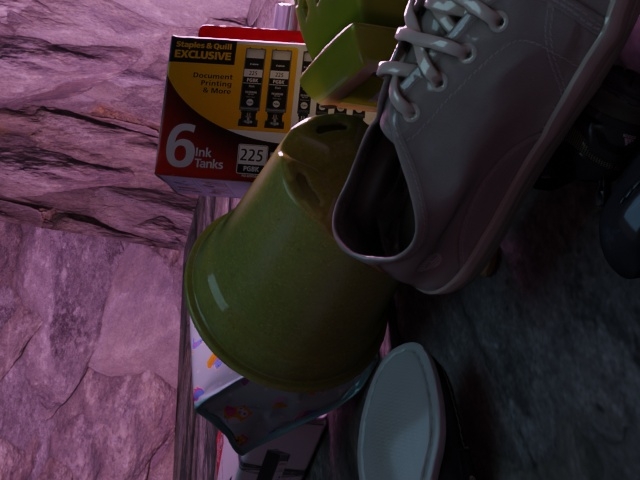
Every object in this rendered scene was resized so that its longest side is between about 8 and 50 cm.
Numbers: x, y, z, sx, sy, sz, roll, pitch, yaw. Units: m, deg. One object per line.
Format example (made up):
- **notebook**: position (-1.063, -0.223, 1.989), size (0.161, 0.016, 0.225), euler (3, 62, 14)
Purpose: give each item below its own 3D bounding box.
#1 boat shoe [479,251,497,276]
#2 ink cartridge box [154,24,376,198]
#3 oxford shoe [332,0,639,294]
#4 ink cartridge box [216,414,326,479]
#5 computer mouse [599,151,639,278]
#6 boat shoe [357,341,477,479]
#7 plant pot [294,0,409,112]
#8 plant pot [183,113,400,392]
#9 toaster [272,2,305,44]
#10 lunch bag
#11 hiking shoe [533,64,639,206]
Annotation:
- **boat shoe**: position (0.135, 0.015, 0.822), size (0.153, 0.048, 0.056), euler (-171, 91, -74)
- **ink cartridge box**: position (-0.058, -0.198, 1.089), size (0.130, 0.310, 0.271), euler (68, -153, -81)
- **oxford shoe**: position (0.117, -0.142, 0.574), size (0.169, 0.130, 0.449), euler (-115, 36, -49)
- **ink cartridge box**: position (-0.092, 0.325, 1.294), size (0.197, 0.114, 0.272), euler (-103, 29, -55)
- **computer mouse**: position (0.248, -0.079, 0.504), size (0.071, 0.041, 0.242), euler (-108, 33, -60)
- **boat shoe**: position (0.101, 0.248, 0.716), size (0.114, 0.091, 0.302), euler (-26, 51, 47)
- **plant pot**: position (0.095, -0.254, 0.826), size (0.228, 0.227, 0.207), euler (168, 105, -73)
- **plant pot**: position (0.000, 0.000, 0.889), size (0.254, 0.276, 0.276), euler (121, 154, -50)
- **toaster**: position (-0.002, -0.328, 1.261), size (0.168, 0.186, 0.110), euler (-126, 41, -69)
- **lunch bag**: position (-0.051, 0.145, 1.105), size (0.262, 0.160, 0.223), euler (-31, 32, 9)
- **hiking shoe**: position (0.186, -0.105, 0.650), size (0.227, 0.086, 0.114), euler (-124, 50, -67)
